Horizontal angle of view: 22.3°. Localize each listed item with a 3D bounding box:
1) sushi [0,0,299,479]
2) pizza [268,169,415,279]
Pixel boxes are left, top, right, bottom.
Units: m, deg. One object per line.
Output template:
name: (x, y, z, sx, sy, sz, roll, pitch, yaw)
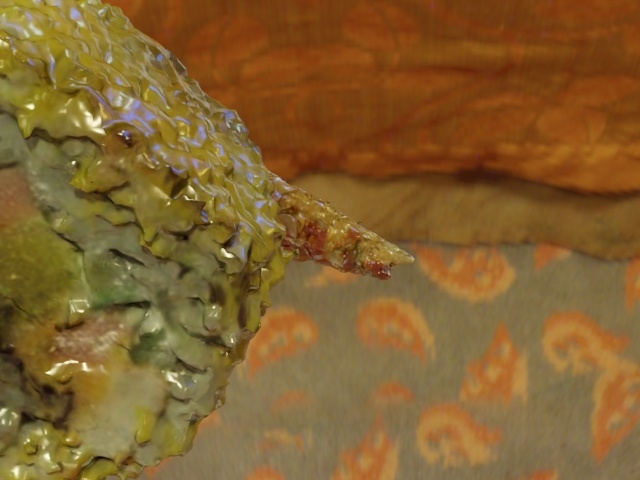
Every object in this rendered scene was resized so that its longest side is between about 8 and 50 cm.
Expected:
sushi: (-0.231, 0.003, 1.274, 0.351, 0.240, 0.396, -42, 114, 16)
pizza: (0.000, 0.000, 1.663, 0.199, 0.188, 0.062, 22, 80, 16)
